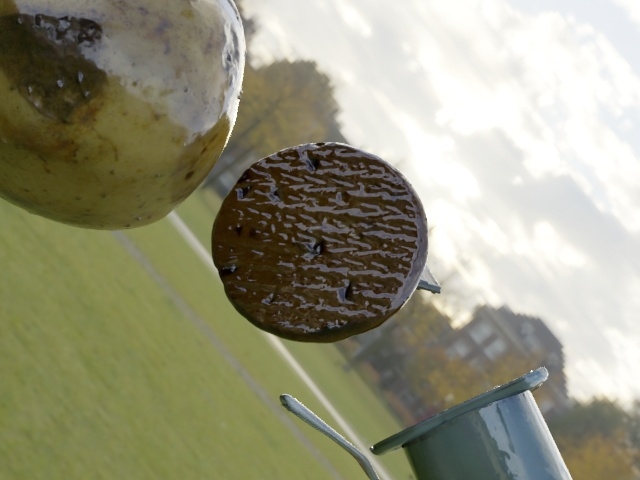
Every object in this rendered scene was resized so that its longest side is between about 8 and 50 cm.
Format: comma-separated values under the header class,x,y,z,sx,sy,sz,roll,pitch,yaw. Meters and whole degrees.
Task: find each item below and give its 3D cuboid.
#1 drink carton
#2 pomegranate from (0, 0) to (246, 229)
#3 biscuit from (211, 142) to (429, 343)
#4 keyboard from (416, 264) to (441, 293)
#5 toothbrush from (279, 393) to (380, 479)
class,x,y,z,sx,sy,sz,roll,pitch,yaw
drink carton,0.173,0.248,1.300,0.185,0.191,0.190,47,19,-83
pomegranate,-0.196,-0.141,1.130,0.281,0.281,0.281,51,-2,2
biscuit,0.000,0.000,1.253,0.212,0.212,0.036,50,-7,20
keyboard,0.076,0.005,1.296,0.049,0.015,0.129,20,29,-41
toothbrush,0.031,0.214,1.299,0.204,0.022,0.017,41,-21,-24
